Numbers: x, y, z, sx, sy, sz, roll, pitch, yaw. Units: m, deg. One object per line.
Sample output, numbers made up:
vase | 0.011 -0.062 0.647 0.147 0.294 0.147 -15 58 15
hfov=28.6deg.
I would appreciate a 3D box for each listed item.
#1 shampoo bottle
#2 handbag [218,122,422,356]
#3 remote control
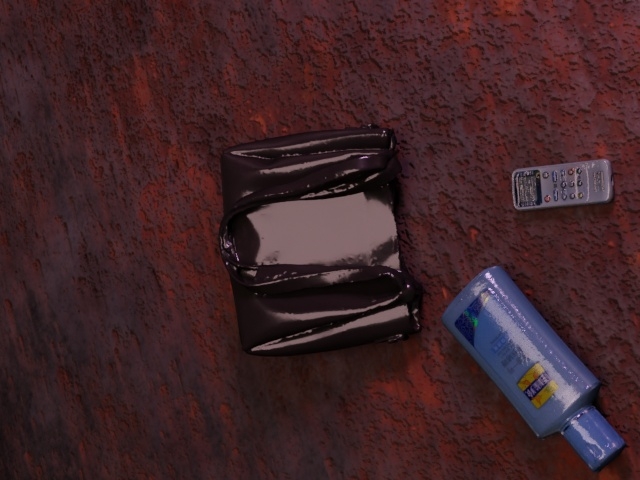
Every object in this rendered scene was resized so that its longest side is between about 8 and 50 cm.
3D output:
shampoo bottle | 0.254 0.155 1.463 0.258 0.061 0.104 51 118 22
handbag | 0.000 0.000 1.608 0.257 0.113 0.285 -9 86 27
remote control | 0.281 -0.064 1.464 0.124 0.018 0.053 -4 89 34
